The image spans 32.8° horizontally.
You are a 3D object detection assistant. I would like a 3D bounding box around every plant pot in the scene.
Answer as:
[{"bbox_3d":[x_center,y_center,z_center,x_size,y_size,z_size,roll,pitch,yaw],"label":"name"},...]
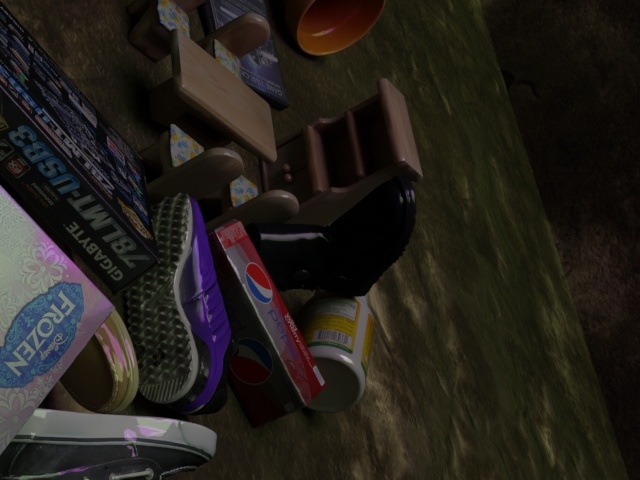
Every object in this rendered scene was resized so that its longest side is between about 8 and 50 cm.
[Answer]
[{"bbox_3d":[-0.003,-0.509,2.181,0.205,0.205,0.188,19,34,-58],"label":"plant pot"}]

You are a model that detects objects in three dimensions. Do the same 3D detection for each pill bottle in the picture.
[{"bbox_3d":[0.019,0.148,1.627,0.118,0.117,0.208,52,26,-24],"label":"pill bottle"}]

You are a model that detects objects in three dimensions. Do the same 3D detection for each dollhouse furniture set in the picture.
[{"bbox_3d":[-0.063,-0.188,1.632,0.394,0.256,0.362,36,36,-47],"label":"dollhouse furniture set"}]

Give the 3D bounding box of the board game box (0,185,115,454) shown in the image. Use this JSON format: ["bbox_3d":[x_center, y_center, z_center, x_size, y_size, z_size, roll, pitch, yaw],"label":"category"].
[{"bbox_3d":[-0.364,0.061,0.848,0.318,0.065,0.319,51,53,-25],"label":"board game box"}]

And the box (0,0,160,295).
[{"bbox_3d":[-0.300,-0.119,1.198,0.295,0.073,0.293,50,7,-29],"label":"box"}]

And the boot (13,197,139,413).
[{"bbox_3d":[-0.304,0.067,1.059,0.262,0.095,0.203,58,22,14],"label":"boot"}]

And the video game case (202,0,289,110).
[{"bbox_3d":[-0.143,-0.380,1.928,0.196,0.026,0.274,18,55,-58],"label":"video game case"}]

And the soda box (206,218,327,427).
[{"bbox_3d":[-0.099,0.109,1.458,0.263,0.092,0.083,63,26,-3],"label":"soda box"}]

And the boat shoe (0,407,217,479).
[{"bbox_3d":[-0.214,0.228,1.092,0.301,0.108,0.102,21,64,-57],"label":"boat shoe"}]

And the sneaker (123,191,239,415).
[{"bbox_3d":[-0.165,0.087,1.357,0.146,0.102,0.294,40,38,-50],"label":"sneaker"}]

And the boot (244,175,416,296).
[{"bbox_3d":[0.000,0.000,1.517,0.207,0.246,0.094,2,54,-24],"label":"boot"}]
